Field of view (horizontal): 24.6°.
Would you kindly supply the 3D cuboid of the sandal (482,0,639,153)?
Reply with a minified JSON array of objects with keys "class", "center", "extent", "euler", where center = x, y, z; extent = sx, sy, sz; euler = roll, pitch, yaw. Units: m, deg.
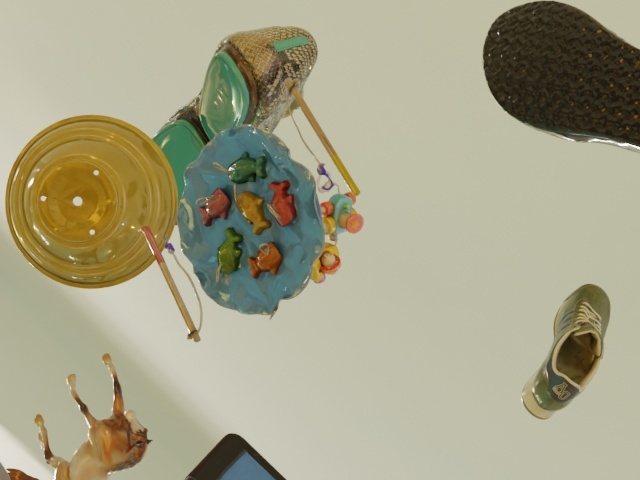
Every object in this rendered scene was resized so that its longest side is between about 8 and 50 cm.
[{"class":"sandal","center":[0.387,-0.179,1.886],"extent":[0.446,0.167,0.107],"euler":[31,2,40]}]

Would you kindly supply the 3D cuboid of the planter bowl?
[{"class":"planter bowl","center":[-0.287,-0.048,1.781],"extent":[0.217,0.217,0.090],"euler":[37,2,2]}]

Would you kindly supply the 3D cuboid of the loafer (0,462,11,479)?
[{"class":"loafer","center":[-0.344,0.205,1.443],"extent":[0.039,0.045,0.125],"euler":[8,-56,45]}]

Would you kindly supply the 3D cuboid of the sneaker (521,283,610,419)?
[{"class":"sneaker","center":[0.299,0.116,1.671],"extent":[0.064,0.192,0.086],"euler":[36,-33,-4]}]

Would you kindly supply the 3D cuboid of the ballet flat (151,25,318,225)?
[{"class":"ballet flat","center":[-0.123,-0.163,2.150],"extent":[0.164,0.182,0.483],"euler":[60,-32,11]}]

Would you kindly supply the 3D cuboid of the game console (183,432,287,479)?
[{"class":"game console","center":[-0.039,0.220,1.168],"extent":[0.144,0.085,0.124],"euler":[43,-19,2]}]

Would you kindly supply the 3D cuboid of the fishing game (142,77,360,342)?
[{"class":"fishing game","center":[-0.076,-0.016,1.408],"extent":[0.264,0.041,0.189],"euler":[-38,-110,34]}]

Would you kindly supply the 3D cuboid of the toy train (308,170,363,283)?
[{"class":"toy train","center":[0.000,0.000,1.914],"extent":[0.046,0.166,0.125],"euler":[24,-8,35]}]

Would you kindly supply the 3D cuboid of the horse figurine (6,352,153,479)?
[{"class":"horse figurine","center":[-0.312,0.276,1.925],"extent":[0.066,0.263,0.174],"euler":[12,39,-48]}]
